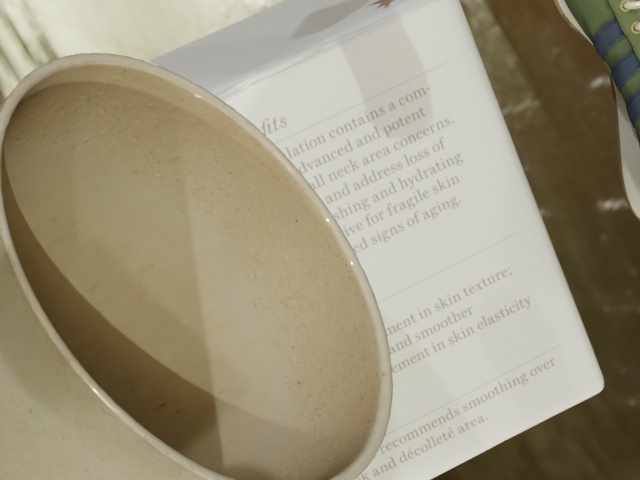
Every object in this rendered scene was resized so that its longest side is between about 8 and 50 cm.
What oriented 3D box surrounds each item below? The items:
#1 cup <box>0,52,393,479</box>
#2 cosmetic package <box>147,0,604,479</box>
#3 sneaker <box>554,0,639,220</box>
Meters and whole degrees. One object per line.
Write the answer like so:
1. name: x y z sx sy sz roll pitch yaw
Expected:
1. cup: -0.150 0.075 1.173 0.237 0.331 0.331 -37 83 32
2. cosmetic package: 0.000 0.000 1.596 0.394 0.329 0.327 68 171 -16
3. sneaker: 0.157 -0.078 0.746 0.086 0.064 0.192 34 150 59
